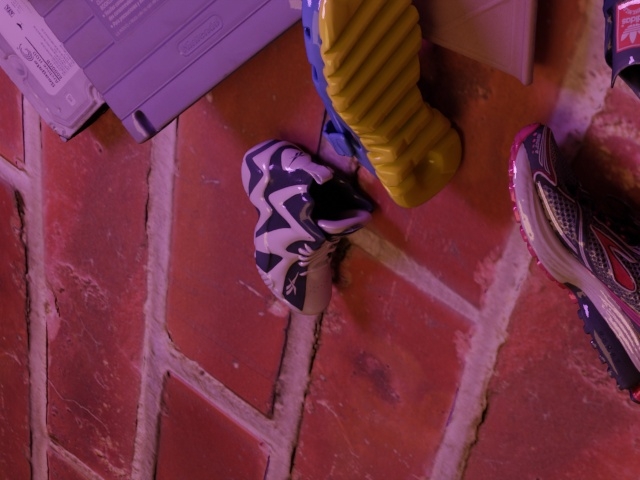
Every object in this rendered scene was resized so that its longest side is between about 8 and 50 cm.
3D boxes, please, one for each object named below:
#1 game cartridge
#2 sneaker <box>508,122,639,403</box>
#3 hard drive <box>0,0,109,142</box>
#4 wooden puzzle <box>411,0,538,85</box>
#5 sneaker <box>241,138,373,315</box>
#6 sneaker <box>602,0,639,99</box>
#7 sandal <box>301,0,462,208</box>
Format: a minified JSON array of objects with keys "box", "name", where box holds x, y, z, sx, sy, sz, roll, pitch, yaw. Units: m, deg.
[{"box":[-0.153,-0.280,1.676,0.355,0.068,0.230,-32,94,41],"name":"game cartridge"},{"box":[0.285,0.009,1.505,0.112,0.121,0.299,-32,98,26],"name":"sneaker"},{"box":[-0.314,-0.281,1.906,0.237,0.064,0.339,52,146,-5],"name":"hard drive"},{"box":[0.117,-0.280,1.457,0.239,0.044,0.221,31,143,31],"name":"wooden puzzle"},{"box":[0.000,0.000,1.802,0.153,0.094,0.235,20,127,47],"name":"sneaker"},{"box":[0.272,-0.213,1.251,0.131,0.148,0.350,-9,116,51],"name":"sneaker"},{"box":[0.036,-0.161,1.551,0.138,0.126,0.317,36,159,36],"name":"sandal"}]
